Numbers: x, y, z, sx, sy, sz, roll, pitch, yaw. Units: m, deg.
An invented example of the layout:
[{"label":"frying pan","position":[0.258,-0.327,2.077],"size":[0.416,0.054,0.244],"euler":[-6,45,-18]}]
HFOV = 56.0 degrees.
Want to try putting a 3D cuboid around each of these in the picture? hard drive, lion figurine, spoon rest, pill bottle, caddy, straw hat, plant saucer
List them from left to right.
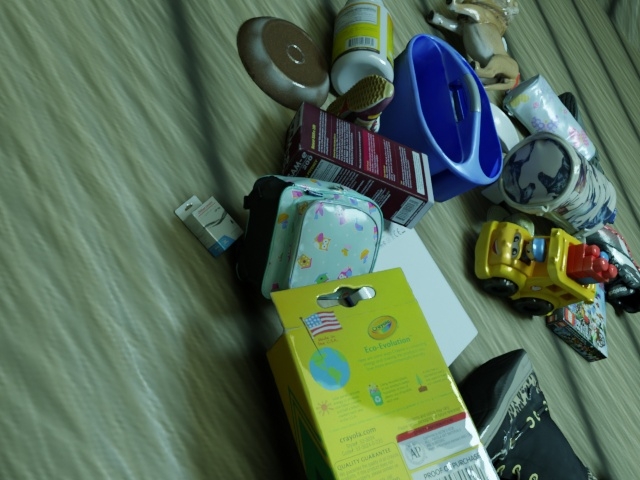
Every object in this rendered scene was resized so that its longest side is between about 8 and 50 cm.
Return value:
[{"label":"plant saucer","position":[-0.053,-0.323,1.069],"size":[0.199,0.036,0.198],"euler":[22,54,-33]},{"label":"pill bottle","position":[0.082,-0.378,1.158],"size":[0.117,0.117,0.214],"euler":[26,51,-29]},{"label":"hard drive","position":[0.123,0.067,0.998],"size":[0.210,0.040,0.318],"euler":[-30,88,-47]},{"label":"caddy","position":[0.238,-0.243,1.179],"size":[0.241,0.179,0.341],"euler":[15,58,-34]},{"label":"lion figurine","position":[0.408,-0.478,1.480],"size":[0.240,0.142,0.391],"euler":[7,68,-27]},{"label":"spoon rest","position":[0.418,-0.216,1.392],"size":[0.137,0.084,0.276],"euler":[29,51,-27]},{"label":"straw hat","position":[0.428,-0.024,1.308],"size":[0.145,0.061,0.144],"euler":[22,53,-32]}]

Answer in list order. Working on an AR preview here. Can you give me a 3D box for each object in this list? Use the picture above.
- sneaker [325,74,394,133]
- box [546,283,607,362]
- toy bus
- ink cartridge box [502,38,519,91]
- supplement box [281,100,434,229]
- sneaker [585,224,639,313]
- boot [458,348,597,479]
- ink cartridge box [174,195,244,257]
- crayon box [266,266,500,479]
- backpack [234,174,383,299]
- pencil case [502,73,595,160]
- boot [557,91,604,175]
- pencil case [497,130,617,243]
[{"label":"sneaker","position":[0.080,-0.219,1.020],"size":[0.084,0.186,0.069],"euler":[23,73,-27]},{"label":"box","position":[0.582,0.136,1.365],"size":[0.159,0.044,0.233],"euler":[38,47,-20]},{"label":"toy bus","position":[0.440,0.044,1.158],"size":[0.220,0.211,0.149],"euler":[28,65,-25]},{"label":"ink cartridge box","position":[0.498,-0.493,1.651],"size":[0.179,0.045,0.145],"euler":[38,47,-16]},{"label":"supplement box","position":[0.062,-0.121,0.981],"size":[0.240,0.073,0.130],"euler":[21,43,-17]},{"label":"sneaker","position":[0.725,0.070,1.490],"size":[0.276,0.098,0.135],"euler":[50,42,-10]},{"label":"boot","position":[0.297,0.368,0.920],"size":[0.284,0.138,0.377],"euler":[58,38,0]},{"label":"ink cartridge box","position":[-0.150,-0.025,0.816],"size":[0.083,0.028,0.048],"euler":[49,44,-8]},{"label":"crayon box","position":[0.067,0.199,0.725],"size":[0.202,0.081,0.318],"euler":[-8,64,-28]},{"label":"backpack","position":[0.000,0.000,0.821],"size":[0.189,0.144,0.165],"euler":[0,104,-43]},{"label":"pencil case","position":[0.600,-0.302,1.580],"size":[0.273,0.113,0.124],"euler":[46,71,-11]},{"label":"boot","position":[0.744,-0.294,1.743],"size":[0.161,0.084,0.246],"euler":[17,63,-41]},{"label":"pencil case","position":[0.524,-0.106,1.308],"size":[0.410,0.160,0.183],"euler":[12,70,-53]}]
